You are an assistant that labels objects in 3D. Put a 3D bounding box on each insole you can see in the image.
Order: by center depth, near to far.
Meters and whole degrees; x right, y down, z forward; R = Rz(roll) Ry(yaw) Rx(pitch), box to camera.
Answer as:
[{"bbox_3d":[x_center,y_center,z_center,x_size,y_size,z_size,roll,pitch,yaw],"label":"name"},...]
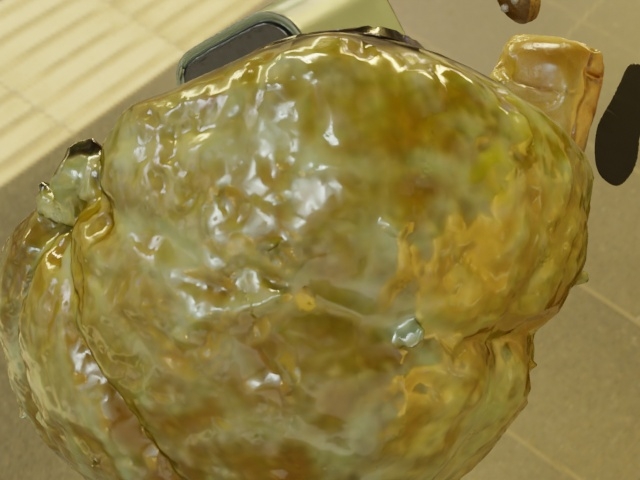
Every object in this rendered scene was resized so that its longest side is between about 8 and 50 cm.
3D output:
[{"bbox_3d":[0.460,-0.180,1.826,0.080,0.003,0.232,31,61,-12],"label":"insole"}]

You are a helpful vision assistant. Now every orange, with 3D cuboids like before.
[{"bbox_3d":[-0.014,0.054,0.644,0.271,0.369,0.210,7,58,-39],"label":"orange"}]

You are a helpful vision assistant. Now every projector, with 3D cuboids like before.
[{"bbox_3d":[-0.024,-0.232,1.785,0.249,0.248,0.248,-40,105,-50],"label":"projector"}]

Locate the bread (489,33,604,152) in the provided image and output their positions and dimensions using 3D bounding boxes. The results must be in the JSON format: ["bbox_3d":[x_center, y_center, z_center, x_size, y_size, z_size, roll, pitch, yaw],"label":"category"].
[{"bbox_3d":[0.330,-0.164,1.846,0.167,0.294,0.132,18,9,31],"label":"bread"}]

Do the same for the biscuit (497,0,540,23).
[{"bbox_3d":[0.199,-0.348,1.419,0.031,0.138,0.205,-28,94,-19],"label":"biscuit"}]
